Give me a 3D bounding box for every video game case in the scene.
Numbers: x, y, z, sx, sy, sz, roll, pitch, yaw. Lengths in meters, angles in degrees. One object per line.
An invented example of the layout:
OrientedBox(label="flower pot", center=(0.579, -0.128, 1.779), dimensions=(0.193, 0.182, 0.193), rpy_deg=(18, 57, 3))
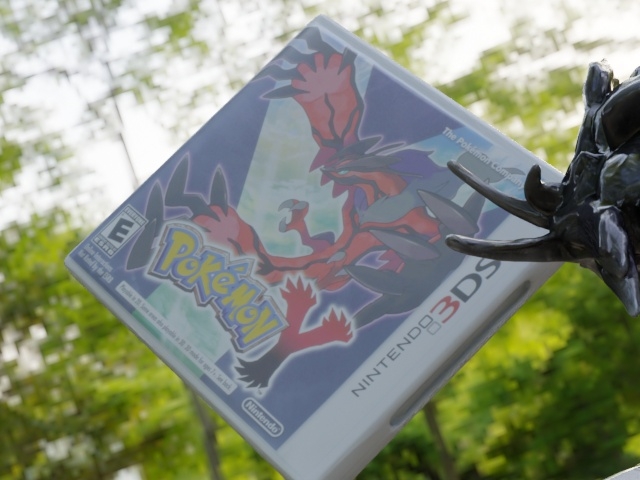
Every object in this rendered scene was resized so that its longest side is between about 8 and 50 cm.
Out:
OrientedBox(label="video game case", center=(0.000, 0.000, 0.822), dimensions=(0.183, 0.201, 0.023), rpy_deg=(-45, -39, -8))

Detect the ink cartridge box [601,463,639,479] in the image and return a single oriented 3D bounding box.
OrientedBox(label="ink cartridge box", center=(0.131, 0.124, 0.382), dimensions=(0.237, 0.172, 0.100), rpy_deg=(-3, -64, -63))

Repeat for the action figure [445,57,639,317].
OrientedBox(label="action figure", center=(0.191, -0.018, 0.648), dimensions=(0.275, 0.141, 0.164), rpy_deg=(-18, 27, 19))
